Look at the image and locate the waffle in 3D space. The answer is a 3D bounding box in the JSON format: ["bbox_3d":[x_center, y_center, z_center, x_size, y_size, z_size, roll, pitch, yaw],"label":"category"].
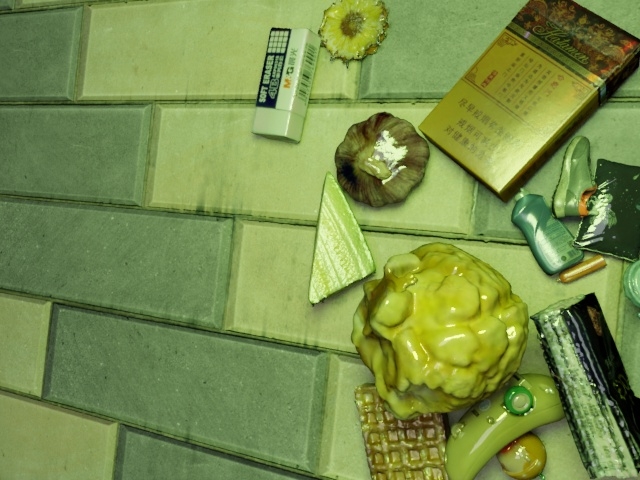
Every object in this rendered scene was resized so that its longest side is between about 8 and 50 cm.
[{"bbox_3d":[0.209,0.489,1.298,0.213,0.091,0.308,-12,82,22],"label":"waffle"}]

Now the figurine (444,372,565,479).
[{"bbox_3d":[0.412,0.426,1.186,0.324,0.124,0.222,-45,102,0],"label":"figurine"}]

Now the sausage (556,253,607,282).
[{"bbox_3d":[0.577,0.067,1.202,0.107,0.031,0.031,-30,77,19],"label":"sausage"}]

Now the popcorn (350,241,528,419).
[{"bbox_3d":[0.251,0.188,1.139,0.354,0.390,0.344,16,110,31],"label":"popcorn"}]

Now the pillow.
[{"bbox_3d":[0.639,-0.067,1.167,0.141,0.055,0.208,15,88,10],"label":"pillow"}]

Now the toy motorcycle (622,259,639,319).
[{"bbox_3d":[0.755,0.144,1.044,0.241,0.182,0.319,-28,76,18],"label":"toy motorcycle"}]

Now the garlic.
[{"bbox_3d":[0.137,-0.199,1.325,0.245,0.160,0.245,-1,88,32],"label":"garlic"}]

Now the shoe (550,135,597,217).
[{"bbox_3d":[0.564,-0.134,1.176,0.077,0.074,0.194,14,77,37],"label":"shoe"}]

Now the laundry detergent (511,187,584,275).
[{"bbox_3d":[0.499,-0.028,1.221,0.096,0.061,0.206,-30,76,11],"label":"laundry detergent"}]

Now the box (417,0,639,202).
[{"bbox_3d":[0.459,-0.324,1.211,0.415,0.116,0.264,-49,64,11],"label":"box"}]

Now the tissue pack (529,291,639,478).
[{"bbox_3d":[0.556,0.277,1.088,0.123,0.245,0.332,-24,78,37],"label":"tissue pack"}]

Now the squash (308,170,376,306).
[{"bbox_3d":[0.000,0.000,1.392,0.203,0.111,0.289,-26,82,-9],"label":"squash"}]

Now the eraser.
[{"bbox_3d":[-0.094,-0.417,1.457,0.130,0.086,0.287,14,94,33],"label":"eraser"}]

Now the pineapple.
[{"bbox_3d":[0.089,-0.560,1.428,0.221,0.047,0.221,-2,85,26],"label":"pineapple"}]
